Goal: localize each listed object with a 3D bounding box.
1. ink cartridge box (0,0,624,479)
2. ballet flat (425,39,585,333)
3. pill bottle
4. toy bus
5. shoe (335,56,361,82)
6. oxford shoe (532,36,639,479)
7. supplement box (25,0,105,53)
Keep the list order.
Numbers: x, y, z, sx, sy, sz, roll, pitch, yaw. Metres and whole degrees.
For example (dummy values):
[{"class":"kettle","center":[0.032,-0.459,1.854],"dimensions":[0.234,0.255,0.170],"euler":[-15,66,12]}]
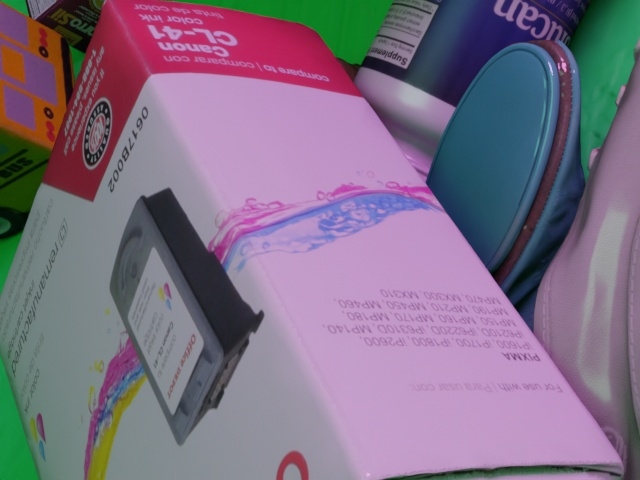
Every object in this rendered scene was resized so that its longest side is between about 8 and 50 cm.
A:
[{"class":"ink cartridge box","center":[-0.036,0.065,0.583],"dimensions":[0.226,0.131,0.306],"euler":[-62,39,30]},{"class":"ballet flat","center":[0.084,0.023,0.622],"dimensions":[0.083,0.087,0.247],"euler":[37,111,51]},{"class":"pill bottle","center":[0.075,-0.094,0.668],"dimensions":[0.094,0.094,0.169],"euler":[29,94,39]},{"class":"toy bus","center":[-0.317,-0.043,0.914],"dimensions":[0.332,0.130,0.108],"euler":[-25,62,28]},{"class":"shoe","center":[-0.051,-0.076,0.762],"dimensions":[0.178,0.081,0.064],"euler":[-14,67,32]},{"class":"oxford shoe","center":[0.187,-0.063,0.543],"dimensions":[0.130,0.169,0.450],"euler":[10,83,52]},{"class":"supplement box","center":[-0.162,-0.180,0.894],"dimensions":[0.083,0.055,0.043],"euler":[-33,59,24]}]
